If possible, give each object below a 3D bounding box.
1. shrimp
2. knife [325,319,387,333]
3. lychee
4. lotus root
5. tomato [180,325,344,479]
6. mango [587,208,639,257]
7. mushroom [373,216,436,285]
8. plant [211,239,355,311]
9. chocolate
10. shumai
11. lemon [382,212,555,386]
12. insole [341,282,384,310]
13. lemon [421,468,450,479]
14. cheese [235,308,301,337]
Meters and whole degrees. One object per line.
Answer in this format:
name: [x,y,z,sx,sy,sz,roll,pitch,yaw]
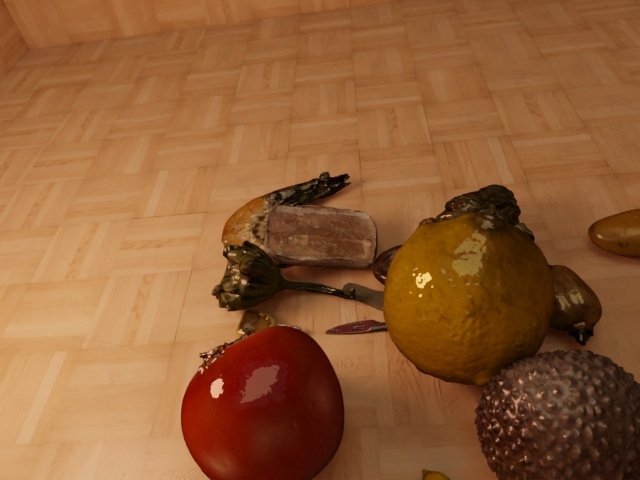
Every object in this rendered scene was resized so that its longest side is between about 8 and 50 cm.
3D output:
shrimp: [-0.077,-0.071,1.580,0.445,0.085,0.272,-32,53,-17]
knife: [0.133,0.206,1.300,0.247,0.018,0.035,-6,47,6]
lychee: [0.420,0.329,0.926,0.300,0.300,0.300,-5,44,5]
lotus root: [0.561,0.146,1.211,0.125,0.118,0.221,-36,43,20]
tomato: [-0.104,0.332,1.036,0.322,0.321,0.321,-5,44,5]
mango: [0.786,-0.018,1.350,0.195,0.098,0.137,1,47,22]
mushroom: [0.239,0.023,1.322,0.227,0.217,0.148,-3,45,8]
plant: [-0.117,0.135,1.374,0.180,0.333,0.251,-66,18,-8]
chocolate: [0.000,0.000,1.449,0.303,0.100,0.185,6,57,-2]
shumai: [0.433,-0.024,1.394,0.256,0.189,0.218,-21,61,-32]
lemon: [0.308,0.114,1.114,0.350,0.387,0.350,10,31,-6]
insole: [0.144,0.148,1.362,0.192,0.010,0.063,14,48,24]
lemon: [0.217,0.465,0.990,0.065,0.065,0.092,-20,39,-10]
cheese: [-0.125,0.218,1.325,0.162,0.036,0.086,7,48,18]
